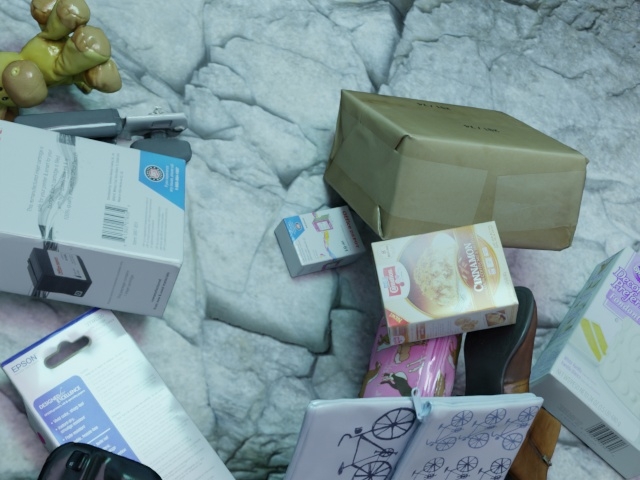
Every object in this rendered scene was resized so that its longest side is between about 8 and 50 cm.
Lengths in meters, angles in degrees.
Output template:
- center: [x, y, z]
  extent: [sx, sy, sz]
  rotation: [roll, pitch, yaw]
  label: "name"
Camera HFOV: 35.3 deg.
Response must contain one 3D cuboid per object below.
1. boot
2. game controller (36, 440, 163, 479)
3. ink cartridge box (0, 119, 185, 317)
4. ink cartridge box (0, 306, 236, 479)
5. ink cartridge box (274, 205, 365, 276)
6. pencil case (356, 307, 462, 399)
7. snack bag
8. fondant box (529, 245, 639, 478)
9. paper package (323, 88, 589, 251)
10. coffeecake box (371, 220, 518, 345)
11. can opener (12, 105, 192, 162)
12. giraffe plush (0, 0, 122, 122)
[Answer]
- center: [0.319, 0.239, 1.536]
  extent: [0.280, 0.096, 0.264]
  rotation: [40, 56, -43]
  label: "boot"
- center: [-0.310, 0.418, 1.249]
  extent: [0.166, 0.067, 0.319]
  rotation: [27, 67, -19]
  label: "game controller"
- center: [-0.356, -0.033, 1.424]
  extent: [0.307, 0.129, 0.223]
  rotation: [12, 43, -17]
  label: "ink cartridge box"
- center: [-0.265, 0.280, 1.377]
  extent: [0.176, 0.069, 0.371]
  rotation: [-33, 83, -31]
  label: "ink cartridge box"
- center: [0.000, 0.000, 1.634]
  extent: [0.122, 0.052, 0.088]
  rotation: [-12, 70, -28]
  label: "ink cartridge box"
- center: [0.147, 0.175, 1.531]
  extent: [0.160, 0.167, 0.386]
  rotation: [3, 57, 26]
  label: "pencil case"
- center: [0.101, 0.325, 1.367]
  extent: [0.342, 0.323, 0.037]
  rotation: [3, 37, -21]
  label: "snack bag"
- center: [0.528, 0.203, 1.728]
  extent: [0.238, 0.096, 0.330]
  rotation: [41, 56, 1]
  label: "fondant box"
- center: [0.208, -0.116, 1.627]
  extent: [0.325, 0.168, 0.309]
  rotation: [3, 20, -21]
  label: "paper package"
- center: [0.177, 0.062, 1.458]
  extent: [0.185, 0.068, 0.142]
  rotation: [-11, 58, 1]
  label: "coffeecake box"
- center: [-0.334, -0.161, 1.562]
  extent: [0.280, 0.074, 0.093]
  rotation: [-3, 67, -24]
  label: "can opener"
- center: [-0.429, -0.265, 1.516]
  extent: [0.170, 0.210, 0.181]
  rotation: [-36, 107, -27]
  label: "giraffe plush"
